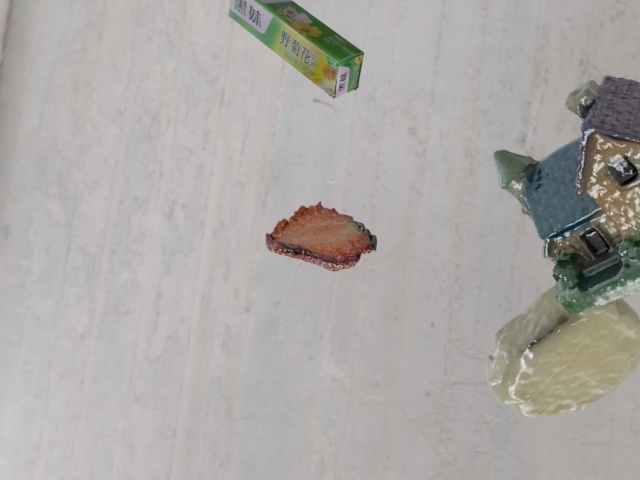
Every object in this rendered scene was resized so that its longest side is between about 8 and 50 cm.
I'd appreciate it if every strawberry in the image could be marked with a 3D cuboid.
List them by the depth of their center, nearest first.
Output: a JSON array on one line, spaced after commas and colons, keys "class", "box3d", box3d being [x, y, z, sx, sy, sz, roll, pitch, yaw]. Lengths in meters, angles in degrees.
[{"class": "strawberry", "box3d": [-0.001, 0.002, 1.010, 0.104, 0.152, 0.048, 56, 138, 37]}]

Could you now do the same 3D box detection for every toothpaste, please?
[{"class": "toothpaste", "box3d": [-0.028, -0.210, 0.864, 0.178, 0.037, 0.043, 43, 145, 29]}]

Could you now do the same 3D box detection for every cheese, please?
[{"class": "cheese", "box3d": [0.481, 0.213, 1.667, 0.115, 0.318, 0.326, -117, 23, -53]}]

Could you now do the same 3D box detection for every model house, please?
[{"class": "model house", "box3d": [0.434, -0.089, 1.309, 0.280, 0.245, 0.312, 50, 133, -9]}]
